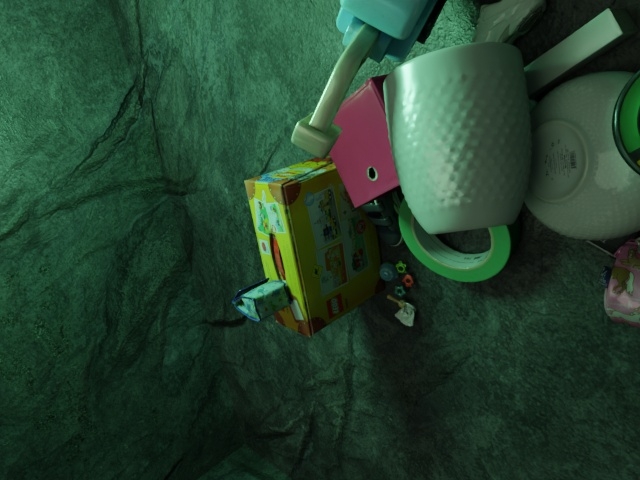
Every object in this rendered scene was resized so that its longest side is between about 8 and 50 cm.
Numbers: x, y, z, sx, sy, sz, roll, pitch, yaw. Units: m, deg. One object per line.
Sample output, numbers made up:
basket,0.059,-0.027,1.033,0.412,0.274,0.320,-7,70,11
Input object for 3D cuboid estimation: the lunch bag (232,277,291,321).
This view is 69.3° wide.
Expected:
lunch bag,-0.189,0.179,1.446,0.151,0.129,0.096,1,109,53

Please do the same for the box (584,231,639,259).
box,0.739,-0.080,0.845,0.318,0.097,0.394,41,137,32

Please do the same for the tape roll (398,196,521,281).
tape roll,0.371,-0.036,1.266,0.321,0.077,0.321,26,137,27

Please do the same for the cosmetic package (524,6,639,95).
cosmetic package,0.503,-0.374,0.955,0.239,0.099,0.060,-32,82,52

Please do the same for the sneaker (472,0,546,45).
sneaker,0.390,-0.474,1.054,0.232,0.090,0.115,-47,67,41

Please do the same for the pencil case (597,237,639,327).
pencil case,0.703,0.096,0.781,0.386,0.160,0.167,9,150,48

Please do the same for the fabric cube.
fabric cube,0.193,-0.274,1.244,0.254,0.259,0.258,-25,90,54

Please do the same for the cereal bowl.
cereal bowl,0.516,-0.163,0.931,0.339,0.141,0.338,174,90,-70

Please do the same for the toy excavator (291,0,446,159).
toy excavator,0.102,-0.437,0.955,0.223,0.445,0.432,30,140,0

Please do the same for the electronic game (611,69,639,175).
electronic game,0.600,-0.196,0.746,0.230,0.048,0.229,0,91,15

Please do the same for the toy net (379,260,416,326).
toy net,0.283,0.179,1.577,0.122,0.045,0.232,-19,98,35

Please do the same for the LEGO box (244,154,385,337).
LEGO box,0.000,0.000,1.534,0.193,0.373,0.499,12,119,46

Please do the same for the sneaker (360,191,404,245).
sneaker,0.179,-0.119,1.460,0.126,0.128,0.320,5,115,47

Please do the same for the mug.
mug,0.312,-0.185,0.985,0.277,0.374,0.327,-8,88,35
